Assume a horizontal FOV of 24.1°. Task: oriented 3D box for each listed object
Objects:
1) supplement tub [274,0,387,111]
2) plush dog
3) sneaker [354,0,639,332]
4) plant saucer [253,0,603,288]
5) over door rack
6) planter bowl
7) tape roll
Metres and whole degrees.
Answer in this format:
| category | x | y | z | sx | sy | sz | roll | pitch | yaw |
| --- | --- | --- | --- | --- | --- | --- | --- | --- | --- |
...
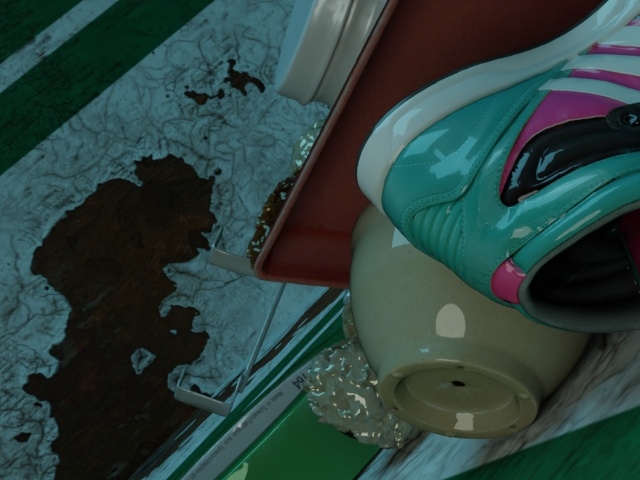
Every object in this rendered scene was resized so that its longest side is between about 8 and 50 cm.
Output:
| category | x | y | z | sx | sy | sz | roll | pitch | yaw |
| --- | --- | --- | --- | --- | --- | --- | --- | --- | --- |
| supplement tub | 0.120 | -0.143 | 1.093 | 0.191 | 0.272 | 0.191 | -162 | 90 | -82 |
| plush dog | 0.064 | -0.002 | 1.167 | 0.210 | 0.225 | 0.262 | -42 | 2 | 34 |
| sneaker | 0.187 | -0.049 | 0.807 | 0.295 | 0.178 | 0.124 | -29 | -34 | -11 |
| plant saucer | 0.111 | -0.068 | 0.957 | 0.259 | 0.258 | 0.048 | -62 | 34 | 36 |
| over door rack | 0.000 | 0.000 | 1.389 | 0.324 | 0.108 | 0.239 | -53 | -12 | -39 |
| planter bowl | 0.090 | 0.053 | 0.913 | 0.162 | 0.162 | 0.109 | -41 | 31 | 51 |
| tape roll | -0.051 | 0.203 | 1.313 | 0.321 | 0.077 | 0.321 | -43 | 3 | 3 |
